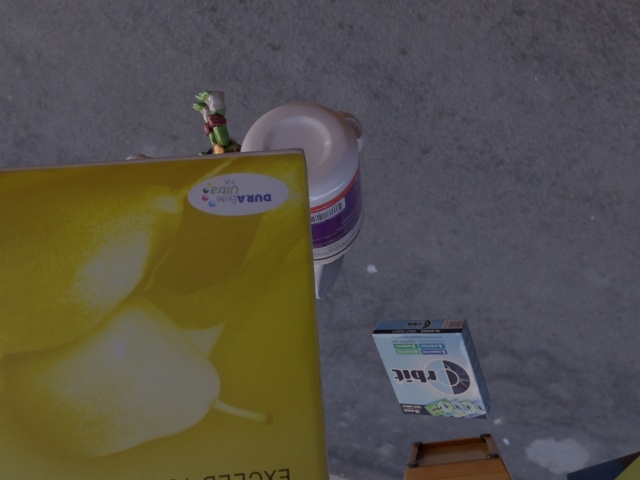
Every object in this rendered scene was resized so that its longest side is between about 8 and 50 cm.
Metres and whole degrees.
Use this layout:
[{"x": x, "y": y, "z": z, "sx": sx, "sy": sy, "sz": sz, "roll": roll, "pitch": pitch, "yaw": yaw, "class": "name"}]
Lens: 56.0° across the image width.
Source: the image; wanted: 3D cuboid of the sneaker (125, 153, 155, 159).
[{"x": -0.256, "y": -0.054, "z": 1.153, "sx": 0.281, "sy": 0.115, "sz": 0.105, "roll": 21, "pitch": 139, "yaw": -24, "class": "sneaker"}]

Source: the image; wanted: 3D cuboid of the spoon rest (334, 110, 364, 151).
[{"x": 0.059, "y": -0.239, "z": 1.645, "sx": 0.137, "sy": 0.276, "sz": 0.084, "roll": 21, "pitch": 147, "yaw": -27, "class": "spoon rest"}]

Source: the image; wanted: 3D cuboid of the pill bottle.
[{"x": -0.019, "y": -0.075, "z": 1.028, "sx": 0.182, "sy": 0.181, "sz": 0.323, "roll": 3, "pitch": 157, "yaw": 7, "class": "pill bottle"}]

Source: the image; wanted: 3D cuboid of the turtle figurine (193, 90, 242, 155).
[{"x": -0.300, "y": -0.226, "z": 1.524, "sx": 0.275, "sy": 0.198, "sz": 0.266, "roll": -11, "pitch": 87, "yaw": 14, "class": "turtle figurine"}]

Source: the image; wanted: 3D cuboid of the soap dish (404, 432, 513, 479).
[{"x": 0.286, "y": 0.495, "z": 1.264, "sx": 0.229, "sy": 0.118, "sz": 0.291, "roll": -10, "pitch": 171, "yaw": 10, "class": "soap dish"}]

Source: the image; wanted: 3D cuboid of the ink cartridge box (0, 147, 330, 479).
[{"x": -0.147, "y": 0.112, "z": 0.310, "sx": 0.304, "sy": 0.307, "sz": 0.072, "roll": -4, "pitch": 165, "yaw": -5, "class": "ink cartridge box"}]

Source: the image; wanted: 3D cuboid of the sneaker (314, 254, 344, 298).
[{"x": 0.000, "y": 0.000, "z": 1.309, "sx": 0.091, "sy": 0.258, "sz": 0.094, "roll": 4, "pitch": 162, "yaw": 28, "class": "sneaker"}]

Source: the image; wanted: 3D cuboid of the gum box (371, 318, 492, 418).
[{"x": 0.190, "y": 0.217, "z": 1.017, "sx": 0.157, "sy": 0.041, "sz": 0.184, "roll": -7, "pitch": 117, "yaw": 32, "class": "gum box"}]

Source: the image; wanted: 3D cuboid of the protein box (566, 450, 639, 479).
[{"x": 0.474, "y": 0.456, "z": 0.874, "sx": 0.136, "sy": 0.200, "sz": 0.201, "roll": -28, "pitch": 88, "yaw": 19, "class": "protein box"}]
